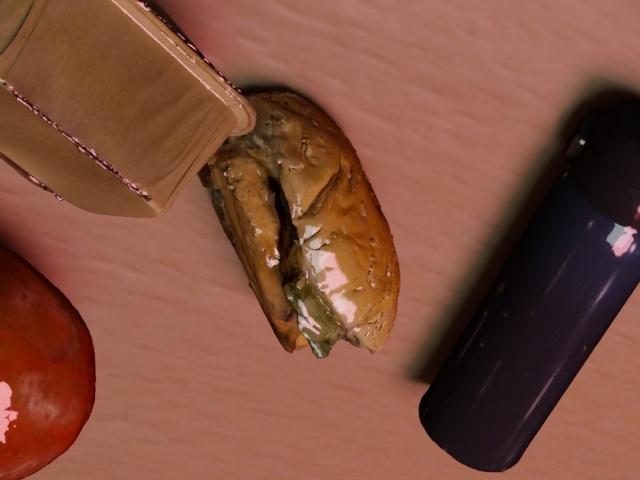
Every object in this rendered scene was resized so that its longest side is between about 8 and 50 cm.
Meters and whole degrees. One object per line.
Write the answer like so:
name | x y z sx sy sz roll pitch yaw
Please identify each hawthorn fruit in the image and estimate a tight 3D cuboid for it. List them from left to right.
hawthorn fruit | -0.180 0.067 0.880 0.138 0.133 0.133 14 127 -43

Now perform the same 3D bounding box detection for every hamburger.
hamburger | 0.004 0.007 0.904 0.087 0.102 0.176 -27 135 -9

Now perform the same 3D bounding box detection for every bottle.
bottle | 0.136 0.028 0.985 0.072 0.082 0.244 -36 159 -53

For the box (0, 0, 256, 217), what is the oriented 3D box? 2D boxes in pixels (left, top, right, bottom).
box | -0.112 -0.085 0.785 0.111 0.111 0.177 -34 133 15
